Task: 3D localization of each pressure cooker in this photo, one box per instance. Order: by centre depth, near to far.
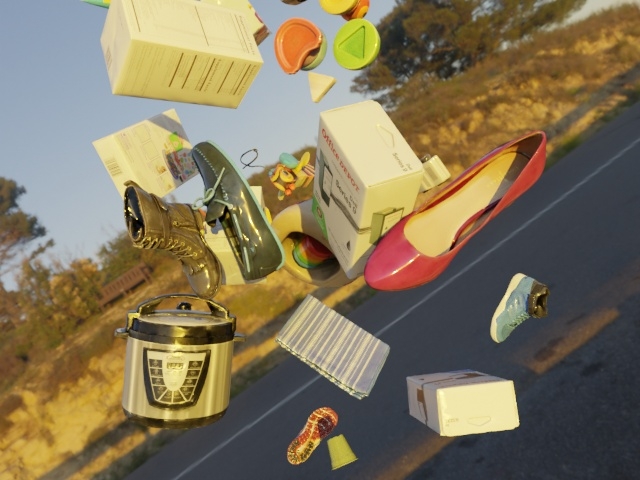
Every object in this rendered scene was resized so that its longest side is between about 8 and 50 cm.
[{"bbox_3d":[-0.489,0.393,1.807,0.375,0.421,0.369,4,-2,32],"label":"pressure cooker"}]

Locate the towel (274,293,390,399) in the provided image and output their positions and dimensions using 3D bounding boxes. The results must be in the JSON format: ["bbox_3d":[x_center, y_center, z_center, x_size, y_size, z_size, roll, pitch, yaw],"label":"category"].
[{"bbox_3d":[0.047,0.330,1.677,0.243,0.336,0.040,-49,-11,-47],"label":"towel"}]

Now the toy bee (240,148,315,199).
[{"bbox_3d":[-0.118,-0.211,1.804,0.298,0.162,0.195,-17,-32,-32],"label":"toy bee"}]

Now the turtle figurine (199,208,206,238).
[{"bbox_3d":[-0.414,0.031,1.935,0.087,0.270,0.217,-19,40,-18],"label":"turtle figurine"}]

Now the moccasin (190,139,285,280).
[{"bbox_3d":[-0.206,-0.069,1.172,0.116,0.342,0.138,-30,-8,-22],"label":"moccasin"}]

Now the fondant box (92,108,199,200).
[{"bbox_3d":[-0.555,-0.274,1.731,0.096,0.238,0.330,-12,22,28],"label":"fondant box"}]

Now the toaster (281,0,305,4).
[{"bbox_3d":[-0.056,-0.784,1.549,0.185,0.110,0.168,-17,13,20],"label":"toaster"}]

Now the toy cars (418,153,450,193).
[{"bbox_3d":[0.380,-0.150,1.574,0.087,0.176,0.393,-39,45,-19],"label":"toy cars"}]

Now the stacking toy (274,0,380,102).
[{"bbox_3d":[0.042,-0.550,1.471,0.309,0.280,0.130,-34,-15,26],"label":"stacking toy"}]

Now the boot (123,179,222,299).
[{"bbox_3d":[-0.328,0.009,1.133,0.091,0.263,0.229,-25,-11,15],"label":"boot"}]

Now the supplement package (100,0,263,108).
[{"bbox_3d":[-0.252,-0.345,0.958,0.244,0.139,0.134,-2,-28,-37],"label":"supplement package"}]

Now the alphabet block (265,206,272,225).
[{"bbox_3d":[-0.299,-0.042,2.031,0.193,0.192,0.197,-24,29,-18],"label":"alphabet block"}]

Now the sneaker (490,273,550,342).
[{"bbox_3d":[0.414,0.151,1.074,0.084,0.058,0.152,27,93,47],"label":"sneaker"}]

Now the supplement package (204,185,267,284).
[{"bbox_3d":[-0.226,-0.011,1.440,0.149,0.203,0.194,-2,-30,-1],"label":"supplement package"}]

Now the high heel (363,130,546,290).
[{"bbox_3d":[0.228,-0.057,0.907,0.377,0.127,0.181,-37,-22,-18],"label":"high heel"}]

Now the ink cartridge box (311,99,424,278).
[{"bbox_3d":[0.079,-0.096,1.045,0.121,0.211,0.289,-17,-34,-17],"label":"ink cartridge box"}]

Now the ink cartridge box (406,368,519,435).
[{"bbox_3d":[0.407,0.471,1.552,0.223,0.129,0.307,-4,-7,-7],"label":"ink cartridge box"}]

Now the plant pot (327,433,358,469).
[{"bbox_3d":[0.056,0.607,1.512,0.083,0.079,0.083,-19,-24,-9],"label":"plant pot"}]

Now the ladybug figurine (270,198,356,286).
[{"bbox_3d":[0.000,0.000,1.590,0.162,0.305,0.449,-55,10,-28],"label":"ladybug figurine"}]

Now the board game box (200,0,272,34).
[{"bbox_3d":[-0.239,-0.599,1.451,0.142,0.144,0.275,-37,14,9],"label":"board game box"}]

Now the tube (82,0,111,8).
[{"bbox_3d":[-0.358,-0.464,1.026,0.080,0.207,0.052,-70,-11,-61],"label":"tube"}]

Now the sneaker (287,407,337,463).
[{"bbox_3d":[-0.033,0.651,1.755,0.225,0.088,0.093,-39,-16,-28],"label":"sneaker"}]
